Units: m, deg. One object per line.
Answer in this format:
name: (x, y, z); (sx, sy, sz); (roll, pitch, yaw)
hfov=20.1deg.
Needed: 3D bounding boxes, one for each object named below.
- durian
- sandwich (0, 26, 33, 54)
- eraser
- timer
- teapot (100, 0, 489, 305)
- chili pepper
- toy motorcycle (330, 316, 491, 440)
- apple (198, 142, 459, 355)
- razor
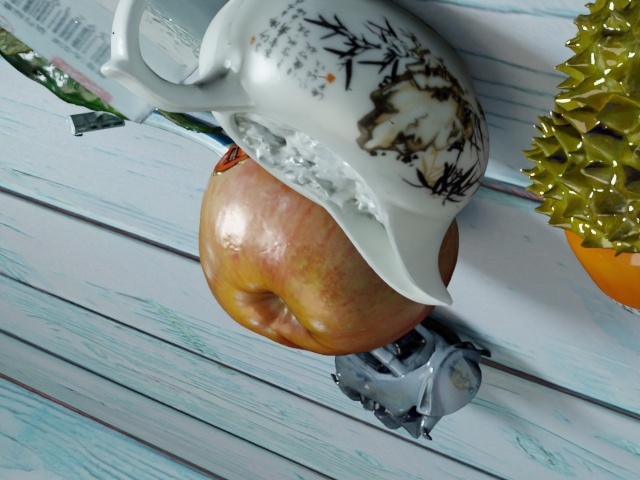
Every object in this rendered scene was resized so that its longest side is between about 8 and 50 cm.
durian: (0.194, -0.063, 0.987); (0.132, 0.165, 0.182); (5, -148, -43)
sandwich: (-0.270, -0.212, 1.430); (0.244, 0.088, 0.090); (33, 168, -3)
eraser: (-0.186, -0.194, 1.310); (0.227, 0.081, 0.174); (37, 148, -12)
timer: (0.209, -0.013, 1.124); (0.136, 0.099, 0.136); (24, 150, 15)
teapot: (-0.006, -0.088, 1.206); (0.300, 0.166, 0.208); (27, 179, -21)
chili pepper: (-0.224, -0.156, 1.565); (0.279, 0.065, 0.122); (28, 173, 21)
toy motorcycle: (0.087, 0.133, 1.777); (0.159, 0.106, 0.270); (33, 161, 18)
apple: (0.000, 0.000, 1.424); (0.209, 0.164, 0.209); (28, 161, 10)
razor: (-0.139, -0.100, 1.619); (0.191, 0.037, 0.068); (16, -160, 36)
